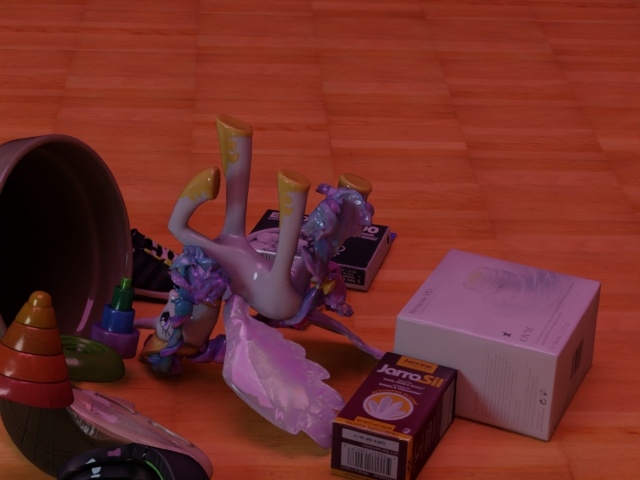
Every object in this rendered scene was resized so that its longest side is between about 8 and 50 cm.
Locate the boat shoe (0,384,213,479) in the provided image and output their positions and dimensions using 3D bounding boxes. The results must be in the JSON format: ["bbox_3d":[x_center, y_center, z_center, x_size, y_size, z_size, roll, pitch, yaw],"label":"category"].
[{"bbox_3d":[-0.266,0.239,1.937,0.302,0.109,0.098,20,20,31],"label":"boat shoe"}]

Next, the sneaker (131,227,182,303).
[{"bbox_3d":[-0.258,0.032,2.338,0.234,0.097,0.084,0,28,-6],"label":"sneaker"}]

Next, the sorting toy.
[{"bbox_3d":[-0.304,0.106,1.970,0.127,0.126,0.365,15,10,13],"label":"sorting toy"}]

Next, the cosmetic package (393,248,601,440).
[{"bbox_3d":[0.238,0.133,2.146,0.224,0.138,0.224,12,28,20],"label":"cosmetic package"}]

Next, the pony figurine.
[{"bbox_3d":[-0.066,0.066,2.094,0.351,0.364,0.303,25,24,9],"label":"pony figurine"}]

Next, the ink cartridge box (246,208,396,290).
[{"bbox_3d":[0.000,0.000,2.486,0.206,0.045,0.208,9,26,13],"label":"ink cartridge box"}]

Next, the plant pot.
[{"bbox_3d":[-0.458,0.027,2.159,0.280,0.323,0.323,-3,22,27],"label":"plant pot"}]

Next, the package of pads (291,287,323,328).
[{"bbox_3d":[-0.030,0.095,2.308,0.050,0.032,0.083,11,28,19],"label":"package of pads"}]

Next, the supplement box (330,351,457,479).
[{"bbox_3d":[0.095,0.227,2.009,0.104,0.081,0.188,13,28,19],"label":"supplement box"}]

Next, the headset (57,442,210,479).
[{"bbox_3d":[-0.246,0.325,1.632,0.185,0.243,0.394,18,-13,-30],"label":"headset"}]
